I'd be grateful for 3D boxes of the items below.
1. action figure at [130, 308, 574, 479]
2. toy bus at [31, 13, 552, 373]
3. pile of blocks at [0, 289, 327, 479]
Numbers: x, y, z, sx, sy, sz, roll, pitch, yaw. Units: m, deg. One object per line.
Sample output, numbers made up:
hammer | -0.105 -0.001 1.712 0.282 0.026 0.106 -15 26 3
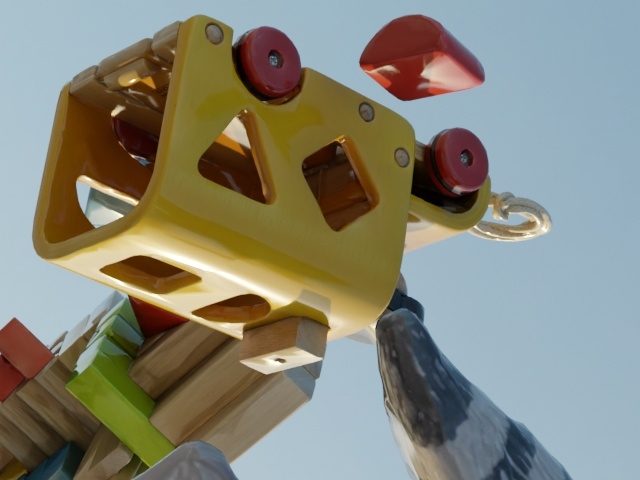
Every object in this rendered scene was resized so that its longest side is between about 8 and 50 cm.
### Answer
action figure | 0.131 0.157 0.508 0.341 0.330 0.178 4 -107 53
toy bus | -0.013 -0.003 0.718 0.191 0.202 0.104 76 20 -65
pile of blocks | -0.142 0.096 1.014 0.362 0.112 0.149 -33 -164 45
